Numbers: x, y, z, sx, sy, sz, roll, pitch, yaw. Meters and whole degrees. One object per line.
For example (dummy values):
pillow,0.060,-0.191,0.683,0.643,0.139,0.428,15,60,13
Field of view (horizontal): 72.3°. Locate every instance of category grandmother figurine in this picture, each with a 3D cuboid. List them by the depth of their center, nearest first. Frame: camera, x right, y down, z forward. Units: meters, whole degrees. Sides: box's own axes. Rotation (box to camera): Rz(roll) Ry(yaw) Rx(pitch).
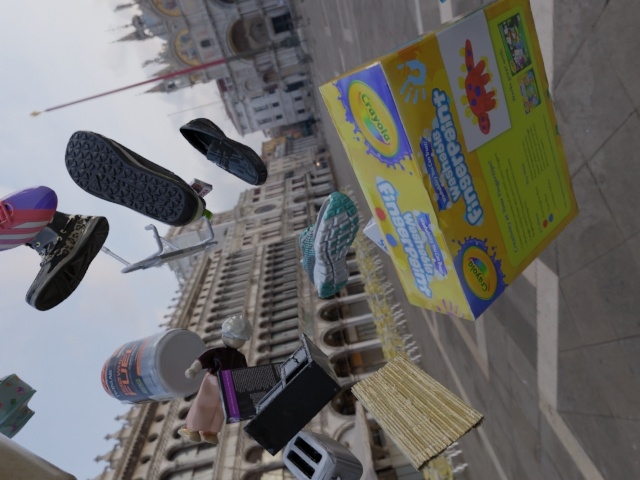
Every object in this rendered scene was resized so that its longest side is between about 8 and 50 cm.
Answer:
grandmother figurine,-0.281,0.373,1.220,0.208,0.104,0.342,36,-111,-48

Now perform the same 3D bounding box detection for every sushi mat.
sushi mat,0.180,0.332,0.895,0.019,0.152,0.316,65,167,-14

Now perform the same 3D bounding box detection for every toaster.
toaster,-0.003,0.623,1.239,0.227,0.129,0.146,18,162,48

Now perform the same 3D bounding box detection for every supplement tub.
supplement tub,-0.534,0.407,1.396,0.207,0.338,0.207,31,-132,-44

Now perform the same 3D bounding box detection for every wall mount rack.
wall mount rack,-0.521,0.015,1.418,0.350,0.304,0.130,-19,-91,-54

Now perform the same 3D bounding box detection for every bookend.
bookend,-0.053,0.263,0.777,0.072,0.156,0.157,46,179,-9

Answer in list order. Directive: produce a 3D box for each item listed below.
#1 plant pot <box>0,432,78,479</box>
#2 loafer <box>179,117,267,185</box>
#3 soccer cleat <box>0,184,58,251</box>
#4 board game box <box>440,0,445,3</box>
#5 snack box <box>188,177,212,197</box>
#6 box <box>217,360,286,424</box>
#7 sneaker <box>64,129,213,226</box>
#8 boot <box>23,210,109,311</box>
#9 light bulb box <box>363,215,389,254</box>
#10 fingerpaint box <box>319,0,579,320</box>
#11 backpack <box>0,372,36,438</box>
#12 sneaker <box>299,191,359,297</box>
plant pot,-0.461,0.309,0.456,0.334,0.306,0.333,-155,90,-87
loafer,-0.208,-0.185,0.934,0.223,0.078,0.076,38,129,16
soccer cleat,-0.534,-0.016,0.676,0.083,0.248,0.095,61,175,13
board game box,0.124,-0.441,0.590,0.210,0.047,0.160,46,-148,-26
snack box,-0.412,-0.135,1.367,0.064,0.178,0.022,20,-128,-41
box,-0.129,0.319,0.931,0.116,0.162,0.029,-120,33,-50
sneaker,-0.274,-0.084,0.666,0.235,0.084,0.097,32,-173,6
boot,-0.577,0.024,0.909,0.085,0.179,0.236,102,-176,-53
light bulb box,0.366,-0.130,1.242,0.225,0.357,0.361,42,146,-6
fingerpaint box,0.256,-0.150,0.793,0.163,0.371,0.444,8,129,57
backpack,-0.791,0.422,1.061,0.144,0.188,0.166,43,-170,-9
sneaker,0.000,0.000,0.568,0.076,0.065,0.166,45,143,33
